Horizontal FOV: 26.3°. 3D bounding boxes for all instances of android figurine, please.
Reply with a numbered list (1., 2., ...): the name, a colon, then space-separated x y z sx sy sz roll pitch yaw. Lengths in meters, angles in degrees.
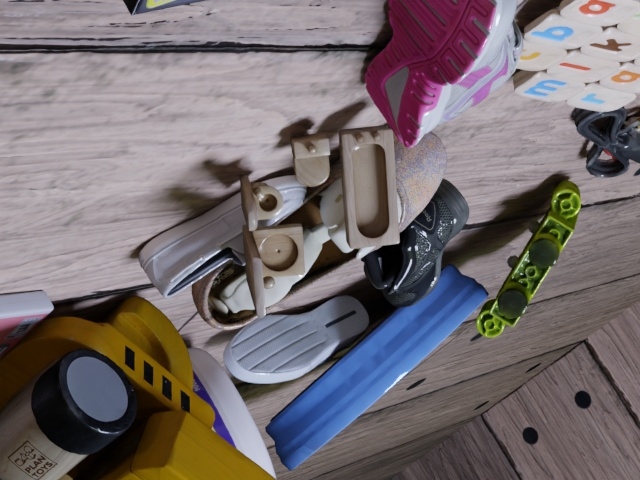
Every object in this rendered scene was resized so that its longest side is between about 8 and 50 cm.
1. android figurine: 0.308 0.027 1.987 0.248 0.056 0.273 -61 175 17

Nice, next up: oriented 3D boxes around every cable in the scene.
1. cable: 0.384 -0.149 1.823 0.139 0.072 0.287 -21 158 31

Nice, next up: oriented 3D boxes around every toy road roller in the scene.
1. toy road roller: -0.188 0.208 1.414 0.202 0.329 0.241 -40 -163 31

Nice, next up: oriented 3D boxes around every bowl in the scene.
1. bowl: 0.076 0.179 1.993 0.391 0.077 0.391 -41 175 -4

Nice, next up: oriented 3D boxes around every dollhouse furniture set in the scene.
1. dollhouse furniture set: 0.004 -0.022 1.278 0.151 0.144 0.123 -6 -165 -5

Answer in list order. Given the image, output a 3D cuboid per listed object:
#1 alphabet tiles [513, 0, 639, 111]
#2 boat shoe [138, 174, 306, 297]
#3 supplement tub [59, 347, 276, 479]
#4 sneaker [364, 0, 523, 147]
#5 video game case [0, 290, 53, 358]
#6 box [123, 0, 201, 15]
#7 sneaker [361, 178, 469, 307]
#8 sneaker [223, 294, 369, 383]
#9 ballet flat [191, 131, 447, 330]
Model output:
1. alphabet tiles: 0.327 -0.196 1.378 0.278 0.021 0.284 7 161 -27
2. boat shoe: -0.089 -0.003 1.365 0.184 0.063 0.066 -26 163 -14
3. supplement tub: -0.243 0.301 1.673 0.331 0.241 0.241 -26 163 -17
4. sneaker: 0.121 -0.179 1.177 0.111 0.103 0.252 -29 170 -20
5. video game case: -0.410 0.141 1.299 0.285 0.025 0.204 -40 161 29
6. box: -0.041 -0.200 0.787 0.207 0.114 0.036 -19 160 -35
7. sneaker: 0.084 0.024 1.589 0.130 0.087 0.227 -30 163 -25
8. sneaker: -0.038 0.149 1.840 0.258 0.094 0.091 -14 152 -46
9. ballet flat: 0.000 0.000 1.416 0.316 0.107 0.106 -36 -164 15
